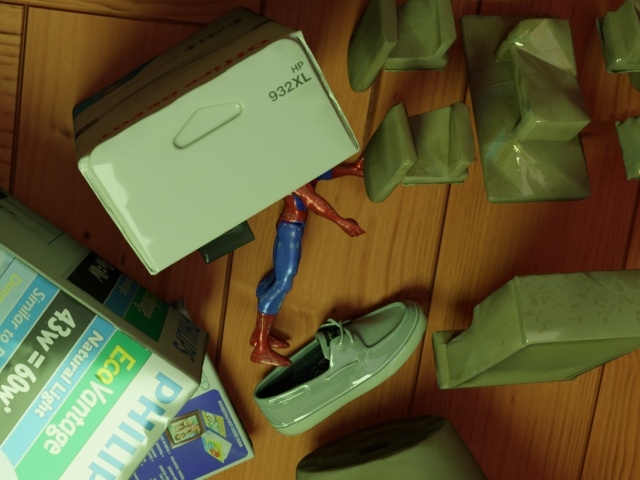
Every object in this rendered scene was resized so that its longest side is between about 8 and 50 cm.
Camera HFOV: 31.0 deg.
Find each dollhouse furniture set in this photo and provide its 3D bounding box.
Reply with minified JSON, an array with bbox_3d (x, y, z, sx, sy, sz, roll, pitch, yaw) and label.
[{"bbox_3d":[0.226,-0.055,1.287,0.362,0.256,0.394,-2,73,-14],"label":"dollhouse furniture set"}]

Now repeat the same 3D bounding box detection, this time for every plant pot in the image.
[{"bbox_3d":[0.103,0.366,1.341,0.323,0.323,0.280,-17,93,-8],"label":"plant pot"}]

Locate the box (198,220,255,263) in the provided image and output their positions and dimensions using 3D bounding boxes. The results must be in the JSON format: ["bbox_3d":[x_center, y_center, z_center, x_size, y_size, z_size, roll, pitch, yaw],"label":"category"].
[{"bbox_3d":[-0.115,-0.019,1.278,0.062,0.083,0.052,-27,110,-4],"label":"box"}]

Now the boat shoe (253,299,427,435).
[{"bbox_3d":[0.021,0.137,1.350,0.227,0.079,0.081,-38,126,2],"label":"boat shoe"}]

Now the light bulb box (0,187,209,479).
[{"bbox_3d":[-0.358,0.153,1.164,0.361,0.225,0.358,35,95,-8],"label":"light bulb box"}]

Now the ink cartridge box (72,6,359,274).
[{"bbox_3d":[-0.116,-0.112,1.133,0.223,0.307,0.129,-31,109,-3],"label":"ink cartridge box"}]

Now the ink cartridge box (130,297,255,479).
[{"bbox_3d":[-0.210,0.200,1.334,0.208,0.045,0.206,-24,108,-3],"label":"ink cartridge box"}]

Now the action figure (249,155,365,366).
[{"bbox_3d":[0.000,0.000,1.309,0.139,0.091,0.280,4,105,-8],"label":"action figure"}]
